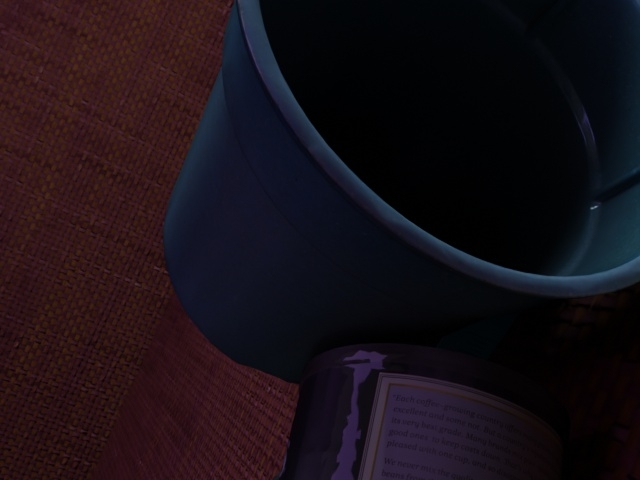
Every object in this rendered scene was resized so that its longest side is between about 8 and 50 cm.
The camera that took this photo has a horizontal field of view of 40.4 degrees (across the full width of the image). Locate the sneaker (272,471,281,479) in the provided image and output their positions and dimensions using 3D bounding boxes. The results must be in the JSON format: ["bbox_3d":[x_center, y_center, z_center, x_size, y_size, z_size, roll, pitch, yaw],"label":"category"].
[{"bbox_3d":[-0.062,0.355,0.893,0.109,0.130,0.286,-55,18,36],"label":"sneaker"}]

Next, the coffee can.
[{"bbox_3d":[0.054,0.236,0.584,0.201,0.201,0.275,-41,29,54],"label":"coffee can"}]

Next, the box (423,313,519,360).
[{"bbox_3d":[0.168,0.000,0.804,0.244,0.060,0.100,-59,25,18],"label":"box"}]

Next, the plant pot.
[{"bbox_3d":[0.043,-0.054,0.676,0.334,0.341,0.341,-47,24,55],"label":"plant pot"}]
